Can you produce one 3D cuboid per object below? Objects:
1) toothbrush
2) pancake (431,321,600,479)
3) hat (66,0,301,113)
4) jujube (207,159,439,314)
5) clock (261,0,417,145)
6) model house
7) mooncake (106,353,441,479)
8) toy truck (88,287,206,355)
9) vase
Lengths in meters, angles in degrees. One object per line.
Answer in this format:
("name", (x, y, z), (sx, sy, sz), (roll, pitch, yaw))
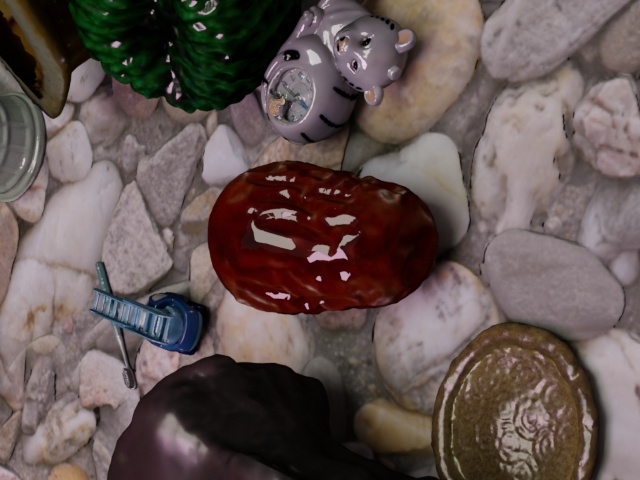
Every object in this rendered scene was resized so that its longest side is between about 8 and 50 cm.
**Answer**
("toothbrush", (-0.241, 0.098, 1.728), (0.011, 0.014, 0.167), (-27, 66, 19))
("pancake", (0.173, 0.173, 1.336), (0.199, 0.021, 0.199), (-7, 80, 43))
("hat", (-0.104, -0.322, 1.538), (0.332, 0.242, 0.274), (-66, 3, -29))
("jujube", (0.000, 0.000, 1.429), (0.230, 0.155, 0.155), (8, 90, 38))
("clock", (0.018, -0.163, 1.478), (0.176, 0.080, 0.117), (-55, 54, 21))
("model house", (-0.268, -0.298, 1.650), (0.173, 0.239, 0.268), (46, 161, -2))
("mooncake", (-0.029, 0.306, 1.375), (0.381, 0.212, 0.351), (43, 118, 34))
("toy truck", (-0.192, 0.084, 1.645), (0.136, 0.074, 0.063), (16, 96, 43))
("vase", (-0.498, -0.133, 1.798), (0.143, 0.298, 0.143), (-6, 81, 43))
